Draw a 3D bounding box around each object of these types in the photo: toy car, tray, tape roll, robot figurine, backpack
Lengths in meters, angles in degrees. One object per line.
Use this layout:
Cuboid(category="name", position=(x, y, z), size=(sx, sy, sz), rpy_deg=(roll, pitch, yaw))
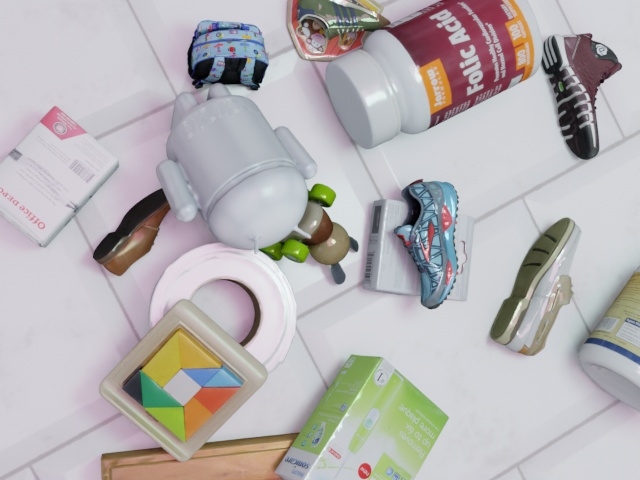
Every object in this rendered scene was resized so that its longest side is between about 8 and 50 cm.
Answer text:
Cuboid(category="toy car", position=(0.000, 0.000, 1.698), size=(0.188, 0.149, 0.155), rpy_deg=(38, 70, -33))
Cuboid(category="tray", position=(-0.206, 0.496, 1.635), size=(0.411, 0.076, 0.203), rpy_deg=(-4, 87, -11))
Cuboid(category="tape roll", position=(-0.189, 0.145, 1.645), size=(0.286, 0.100, 0.286), rpy_deg=(1, 86, -12))
Cuboid(category="robot figurine", position=(-0.156, -0.128, 1.583), size=(0.300, 0.200, 0.353), rpy_deg=(-24, 67, -24))
Cuboid(category="backpack", position=(-0.176, -0.364, 1.640), size=(0.158, 0.173, 0.117), rpy_deg=(0, 87, -11))

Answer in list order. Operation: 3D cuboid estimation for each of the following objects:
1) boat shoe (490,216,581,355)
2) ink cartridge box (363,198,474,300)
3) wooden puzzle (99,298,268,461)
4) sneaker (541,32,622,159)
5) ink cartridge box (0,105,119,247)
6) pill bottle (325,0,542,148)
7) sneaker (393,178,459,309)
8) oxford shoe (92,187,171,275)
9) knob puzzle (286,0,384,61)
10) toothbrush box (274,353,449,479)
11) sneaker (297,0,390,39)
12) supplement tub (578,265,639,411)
Cuboid(category="boat shoe", position=(0.474, 0.100, 1.790), size=(0.103, 0.113, 0.302), rpy_deg=(29, 92, -10))
Cuboid(category="ink cartridge box", position=(0.207, 0.024, 1.773), size=(0.232, 0.066, 0.189), rpy_deg=(10, 84, -32))
Cuboid(category="wooden puzzle", position=(-0.251, 0.261, 1.554), size=(0.221, 0.044, 0.239), rpy_deg=(43, 94, -9))
Cuboid(category="sneaker", position=(0.596, -0.325, 1.840), size=(0.162, 0.106, 0.281), rpy_deg=(-16, 89, -16))
Cuboid(category="ink cartridge box", position=(-0.510, -0.116, 1.596), size=(0.158, 0.092, 0.218), rpy_deg=(41, 78, -7))
Cuboid(category="pill bottle", position=(0.223, -0.350, 1.698), size=(0.392, 0.224, 0.224), rpy_deg=(-28, 93, -12))
Cuboid(category="sneaker", position=(0.199, 0.007, 1.696), size=(0.125, 0.104, 0.262), rpy_deg=(6, 77, -19))
Cuboid(category="oxford shoe", position=(-0.344, -0.021, 1.648), size=(0.212, 0.076, 0.076), rpy_deg=(-48, 127, -13))
Cuboid(category="knob puzzle", position=(0.016, -0.458, 1.760), size=(0.213, 0.030, 0.213), rpy_deg=(1, 87, -12))
Cuboid(category="toothbrush box", position=(0.084, 0.393, 1.633), size=(0.206, 0.122, 0.283), rpy_deg=(44, 68, -19))
Cuboid(category="sneaker", position=(0.040, -0.443, 1.720), size=(0.192, 0.064, 0.086), rpy_deg=(22, 90, -9))
Cuboid(category="supplement tub", position=(0.715, 0.185, 1.769), size=(0.228, 0.228, 0.316), rpy_deg=(40, 80, -7))
